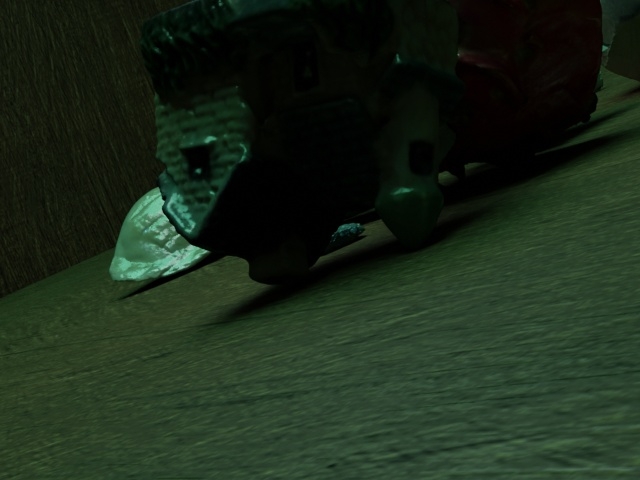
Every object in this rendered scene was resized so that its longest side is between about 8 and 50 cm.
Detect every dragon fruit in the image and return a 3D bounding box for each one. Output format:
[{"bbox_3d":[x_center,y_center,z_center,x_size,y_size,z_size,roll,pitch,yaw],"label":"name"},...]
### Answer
[{"bbox_3d":[0.137,-0.235,1.630,0.249,0.371,0.386,-38,2,-31],"label":"dragon fruit"}]

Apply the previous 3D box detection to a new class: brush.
[{"bbox_3d":[0.000,0.000,1.705,0.070,0.021,0.196,-25,4,-14],"label":"brush"}]

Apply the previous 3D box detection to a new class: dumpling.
[{"bbox_3d":[-0.218,-0.011,2.171,0.179,0.131,0.252,8,34,32],"label":"dumpling"}]

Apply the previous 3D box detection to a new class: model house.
[{"bbox_3d":[-0.015,-0.103,1.416,0.298,0.284,0.243,-9,-10,39],"label":"model house"}]

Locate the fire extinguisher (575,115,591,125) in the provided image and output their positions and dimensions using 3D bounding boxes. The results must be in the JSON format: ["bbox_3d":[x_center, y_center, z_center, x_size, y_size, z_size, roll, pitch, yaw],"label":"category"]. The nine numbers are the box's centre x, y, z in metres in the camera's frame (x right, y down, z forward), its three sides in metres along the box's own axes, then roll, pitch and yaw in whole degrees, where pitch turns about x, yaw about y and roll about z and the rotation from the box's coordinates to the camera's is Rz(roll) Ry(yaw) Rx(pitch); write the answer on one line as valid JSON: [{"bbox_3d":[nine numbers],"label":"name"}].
[{"bbox_3d":[0.262,-0.185,1.991,0.135,0.114,0.337,21,-5,-13],"label":"fire extinguisher"}]

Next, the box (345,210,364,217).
[{"bbox_3d":[-0.008,-0.177,1.858,0.118,0.311,0.205,-11,-8,-44],"label":"box"}]

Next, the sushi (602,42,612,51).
[{"bbox_3d":[0.225,-0.243,1.869,0.279,0.043,0.192,20,38,32],"label":"sushi"}]

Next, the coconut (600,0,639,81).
[{"bbox_3d":[0.509,-0.384,2.011,0.297,0.297,0.309,-18,5,41],"label":"coconut"}]

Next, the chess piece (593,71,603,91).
[{"bbox_3d":[0.422,-0.263,2.332,0.103,0.067,0.067,-15,3,-19],"label":"chess piece"}]
